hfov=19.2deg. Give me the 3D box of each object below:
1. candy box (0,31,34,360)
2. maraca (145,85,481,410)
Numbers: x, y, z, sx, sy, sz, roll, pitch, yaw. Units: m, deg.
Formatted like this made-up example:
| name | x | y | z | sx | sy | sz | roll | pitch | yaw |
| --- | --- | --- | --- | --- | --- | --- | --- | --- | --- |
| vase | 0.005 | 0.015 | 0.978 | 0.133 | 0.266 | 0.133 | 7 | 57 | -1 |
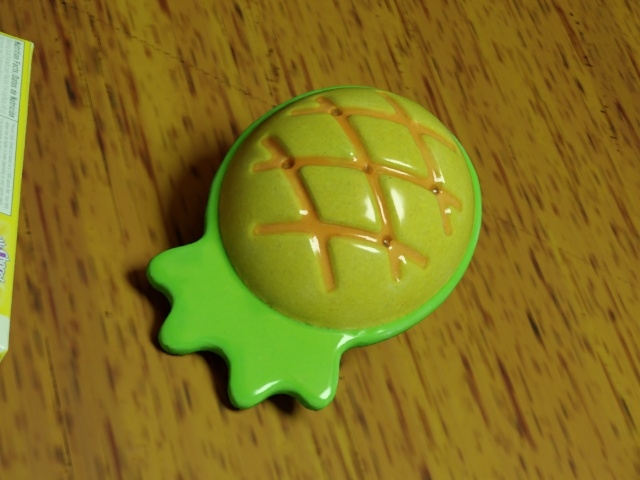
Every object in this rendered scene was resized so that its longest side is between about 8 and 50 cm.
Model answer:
| name | x | y | z | sx | sy | sz | roll | pitch | yaw |
| --- | --- | --- | --- | --- | --- | --- | --- | --- | --- |
| candy box | -0.186 | -0.035 | 0.847 | 0.105 | 0.027 | 0.206 | 21 | 40 | -22 |
| maraca | 0.000 | 0.000 | 0.901 | 0.127 | 0.099 | 0.186 | 36 | 62 | 10 |
